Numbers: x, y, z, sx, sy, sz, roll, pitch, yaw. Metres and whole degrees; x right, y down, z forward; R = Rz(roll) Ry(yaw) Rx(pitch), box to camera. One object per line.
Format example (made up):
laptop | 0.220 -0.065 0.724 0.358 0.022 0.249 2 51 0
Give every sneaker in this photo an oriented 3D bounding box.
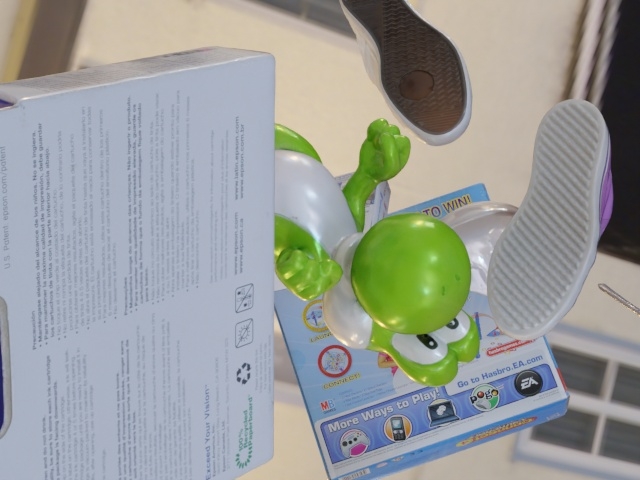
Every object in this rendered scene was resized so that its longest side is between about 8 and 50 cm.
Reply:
sneaker | 0.266 0.005 1.584 0.102 0.161 0.282 13 -115 23
sneaker | 0.118 -0.205 1.782 0.106 0.123 0.290 -24 -129 1

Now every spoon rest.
spoon rest | 0.220 0.025 1.696 0.137 0.276 0.084 -32 -121 25

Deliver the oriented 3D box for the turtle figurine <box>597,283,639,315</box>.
turtle figurine | 0.370 0.022 1.240 0.266 0.197 0.275 89 -23 -74

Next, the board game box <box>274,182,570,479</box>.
board game box | 0.112 0.119 1.818 0.086 0.308 0.302 72 -1 -67

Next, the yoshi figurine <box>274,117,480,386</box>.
yoshi figurine | 0.012 -0.020 1.362 0.203 0.362 0.203 -52 167 9

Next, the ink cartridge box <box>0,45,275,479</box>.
ink cartridge box | -0.151 0.047 0.988 0.071 0.330 0.324 13 -71 35

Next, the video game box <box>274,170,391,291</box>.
video game box | -0.024 -0.008 1.717 0.205 0.048 0.187 -14 -152 15
